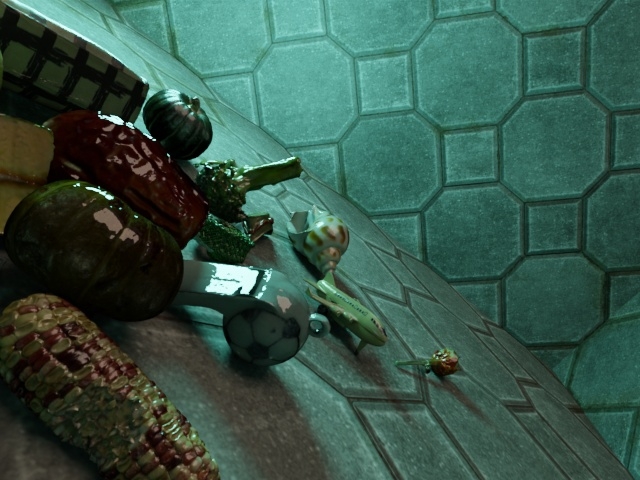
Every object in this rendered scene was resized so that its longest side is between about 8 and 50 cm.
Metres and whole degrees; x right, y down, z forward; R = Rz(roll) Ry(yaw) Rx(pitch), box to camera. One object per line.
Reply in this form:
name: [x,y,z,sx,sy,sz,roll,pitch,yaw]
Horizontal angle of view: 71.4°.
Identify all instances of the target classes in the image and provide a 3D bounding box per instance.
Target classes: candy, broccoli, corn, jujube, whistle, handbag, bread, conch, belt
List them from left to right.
bread: [-0.522,-0.100,0.609,0.263,0.163,0.167,9,1,28]
handbag: [-0.586,-0.377,0.925,0.326,0.163,0.325,30,5,34]
corn: [-0.218,0.173,0.456,0.290,0.098,0.098,44,15,5]
jujube: [-0.335,-0.095,0.760,0.290,0.197,0.197,36,15,-19]
belt: [-0.221,0.003,0.985,0.121,0.079,0.151,36,1,25]
broccoli: [-0.195,-0.153,1.172,0.198,0.274,0.177,21,-47,57]
whistle: [-0.125,0.131,0.761,0.289,0.164,0.163,6,12,8]
conch: [0.000,0.001,1.367,0.275,0.182,0.149,-104,175,-63]
candy: [0.305,0.349,1.276,0.287,0.084,0.078,15,32,-43]

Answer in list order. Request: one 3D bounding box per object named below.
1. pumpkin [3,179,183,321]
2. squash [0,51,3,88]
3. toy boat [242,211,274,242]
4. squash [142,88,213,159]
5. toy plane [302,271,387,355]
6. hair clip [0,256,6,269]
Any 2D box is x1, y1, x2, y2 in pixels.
pumpkin: [-0.286,0.027,0.563,0.218,0.162,0.219,29,-20,12]
squash: [-0.602,-0.311,0.670,0.220,0.220,0.133,39,18,-3]
toy boat: [-0.169,-0.038,1.223,0.089,0.071,0.185,-1,9,12]
squash: [-0.412,-0.337,1.298,0.218,0.172,0.218,62,-7,12]
toy plane: [0.064,0.176,1.106,0.241,0.104,0.256,24,22,-53]
hair clip: [-0.386,0.048,0.516,0.030,0.039,0.115,34,13,-41]
